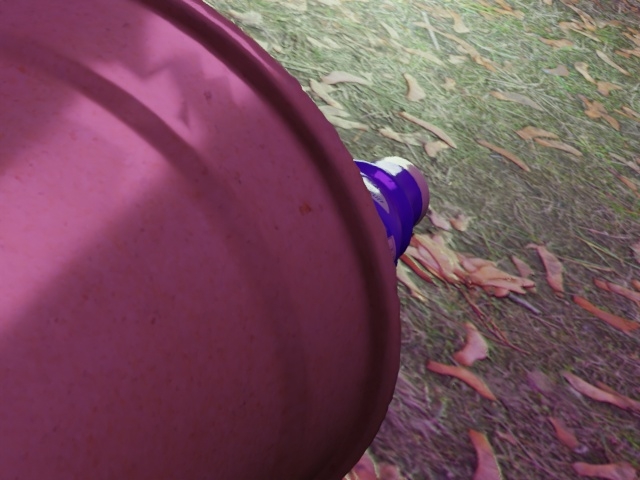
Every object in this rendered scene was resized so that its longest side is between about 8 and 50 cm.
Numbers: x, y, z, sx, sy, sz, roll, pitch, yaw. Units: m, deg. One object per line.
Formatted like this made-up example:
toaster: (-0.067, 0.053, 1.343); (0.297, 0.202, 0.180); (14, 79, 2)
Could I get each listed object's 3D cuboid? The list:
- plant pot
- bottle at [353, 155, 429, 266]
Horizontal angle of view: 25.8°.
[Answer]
plant pot: (-0.176, 0.082, 0.582); (0.334, 0.333, 0.305); (31, 40, 8)
bottle: (0.000, 0.000, 1.054); (0.118, 0.092, 0.283); (34, 29, 15)
